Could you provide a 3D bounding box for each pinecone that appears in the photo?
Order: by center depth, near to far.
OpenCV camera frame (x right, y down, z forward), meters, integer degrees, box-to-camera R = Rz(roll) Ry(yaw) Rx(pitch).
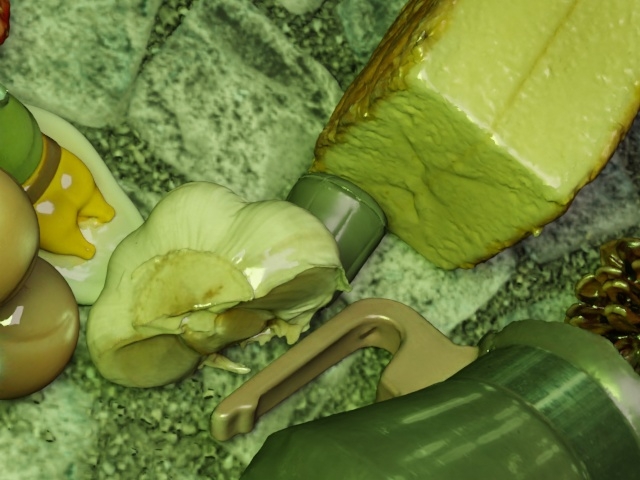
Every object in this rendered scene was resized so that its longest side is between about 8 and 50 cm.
[{"bbox_3d":[0.316,0.084,1.627,0.195,0.150,0.179,-43,98,-22],"label":"pinecone"}]

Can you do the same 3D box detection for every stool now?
[{"bbox_3d":[0.000,0.000,1.565,0.096,0.096,0.110,35,72,-7],"label":"stool"}]

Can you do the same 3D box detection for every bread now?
[{"bbox_3d":[0.158,-0.141,1.565,0.207,0.279,0.279,36,63,-8],"label":"bread"}]

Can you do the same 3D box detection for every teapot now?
[{"bbox_3d":[0.094,0.216,1.457,0.362,0.305,0.376,-31,57,-34],"label":"teapot"}]

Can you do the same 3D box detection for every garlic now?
[{"bbox_3d":[-0.098,0.030,1.472,0.229,0.178,0.142,-30,69,8],"label":"garlic"}]

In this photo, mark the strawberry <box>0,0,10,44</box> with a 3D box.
[{"bbox_3d":[-0.428,-0.175,1.382,0.310,0.292,0.291,39,57,-51],"label":"strawberry"}]

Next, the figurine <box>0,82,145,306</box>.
[{"bbox_3d":[-0.240,-0.055,1.467,0.250,0.141,0.166,28,66,-11],"label":"figurine"}]

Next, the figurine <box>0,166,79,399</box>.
[{"bbox_3d":[-0.367,0.125,1.318,0.248,0.276,0.388,18,64,11],"label":"figurine"}]
